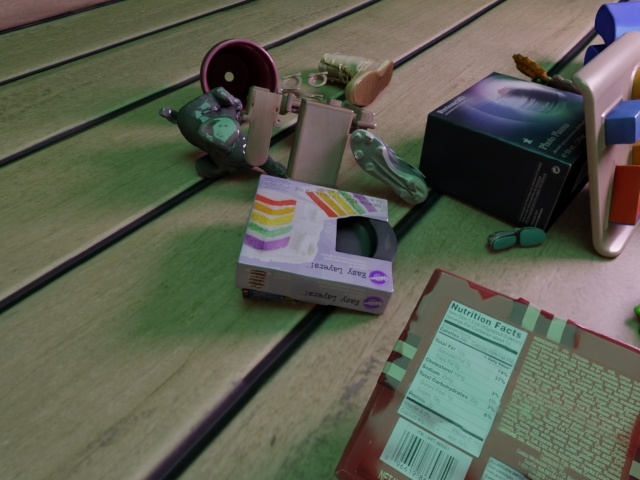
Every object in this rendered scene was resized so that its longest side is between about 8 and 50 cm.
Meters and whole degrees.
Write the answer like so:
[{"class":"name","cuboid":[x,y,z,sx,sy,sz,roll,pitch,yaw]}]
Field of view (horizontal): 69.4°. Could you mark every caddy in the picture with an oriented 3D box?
[{"class":"caddy","cuboid":[0.882,-0.537,1.308,0.179,0.241,0.341,7,43,14]}]

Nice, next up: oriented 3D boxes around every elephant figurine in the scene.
[{"class":"elephant figurine","cuboid":[-0.216,-0.218,1.042,0.186,0.169,0.239,-30,61,9]}]

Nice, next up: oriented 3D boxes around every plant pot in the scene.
[{"class":"plant pot","cuboid":[-0.235,-0.443,1.259,0.202,0.201,0.180,-17,29,-17]}]

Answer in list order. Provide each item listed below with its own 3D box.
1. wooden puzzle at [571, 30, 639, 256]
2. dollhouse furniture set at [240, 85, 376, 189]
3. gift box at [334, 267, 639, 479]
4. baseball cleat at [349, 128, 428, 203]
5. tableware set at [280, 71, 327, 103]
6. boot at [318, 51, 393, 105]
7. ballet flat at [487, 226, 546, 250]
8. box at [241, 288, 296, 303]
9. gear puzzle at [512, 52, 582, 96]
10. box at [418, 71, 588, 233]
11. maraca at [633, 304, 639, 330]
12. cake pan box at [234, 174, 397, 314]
[{"class":"wooden puzzle","cuboid":[0.589,-0.189,0.867,0.322,0.347,0.081,-37,25,-33]},{"class":"dollhouse furniture set","cuboid":[-0.060,-0.260,1.103,0.304,0.173,0.355,7,20,-19]},{"class":"gift box","cuboid":[0.154,0.221,0.482,0.255,0.258,0.276,28,69,24]},{"class":"baseball cleat","cuboid":[0.147,-0.159,0.987,0.206,0.072,0.109,46,27,-3]},{"class":"tableware set","cuboid":[-0.053,-0.427,1.322,0.141,0.020,0.168,0,60,11]},{"class":"boot","cuboid":[0.078,-0.482,1.355,0.204,0.095,0.262,20,45,20]},{"class":"ballet flat","cuboid":[0.371,-0.008,0.882,0.115,0.041,0.041,-8,43,-10]},{"class":"box","cuboid":[-0.077,0.049,0.828,0.094,0.027,0.137,6,43,5]},{"class":"gear puzzle","cuboid":[0.568,-0.320,1.075,0.339,0.044,0.175,32,17,-20]},{"class":"box","cuboid":[0.416,-0.203,0.989,0.294,0.182,0.296,30,50,31]},{"class":"maraca","cuboid":[0.591,0.098,0.726,0.186,0.099,0.127,-41,50,-4]},{"class":"cake pan box","cuboid":[0.000,0.000,0.821,0.267,0.070,0.245,12,44,-5]}]
